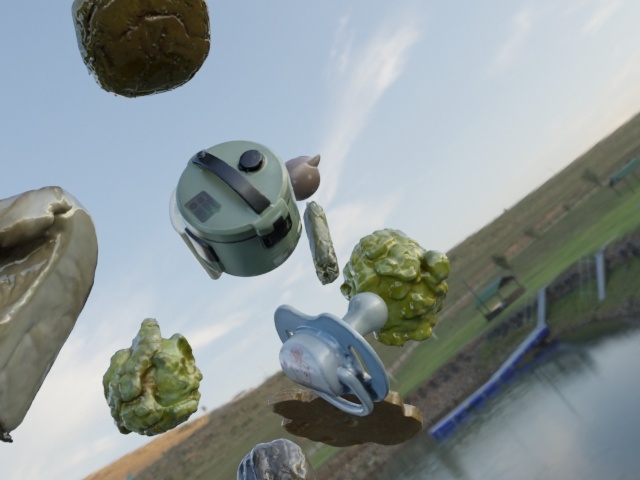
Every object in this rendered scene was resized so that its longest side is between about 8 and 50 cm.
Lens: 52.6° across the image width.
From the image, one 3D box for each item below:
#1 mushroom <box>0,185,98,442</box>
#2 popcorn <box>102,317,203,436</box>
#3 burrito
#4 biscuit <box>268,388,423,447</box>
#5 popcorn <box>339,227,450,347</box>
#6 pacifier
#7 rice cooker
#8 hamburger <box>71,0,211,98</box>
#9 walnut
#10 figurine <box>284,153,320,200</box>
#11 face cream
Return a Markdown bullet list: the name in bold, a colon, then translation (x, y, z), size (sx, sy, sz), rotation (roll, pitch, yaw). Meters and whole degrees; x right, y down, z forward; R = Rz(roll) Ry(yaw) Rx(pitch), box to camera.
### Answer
- **mushroom**: translation (-0.569, 0.078, 1.079), size (0.224, 0.313, 0.397), rotation (72, -140, -63)
- **popcorn**: translation (-0.469, 0.398, 1.843), size (0.274, 0.279, 0.335), rotation (-47, 9, 25)
- **burrito**: translation (-0.001, 0.000, 1.320), size (0.058, 0.188, 0.045), rotation (-28, -27, 28)
- **biscuit**: translation (0.057, 0.398, 1.484), size (0.375, 0.051, 0.269), rotation (18, -46, -21)
- **popcorn**: translation (0.158, 0.083, 1.390), size (0.235, 0.241, 0.250), rotation (-50, -22, -38)
- **pacifier**: translation (0.049, 0.191, 1.210), size (0.226, 0.238, 0.287), rotation (-42, 23, -27)
- **rice cooker**: translation (-0.150, -0.058, 1.224), size (0.226, 0.226, 0.244), rotation (-35, -29, -16)
- **hamburger**: translation (-0.334, -0.411, 1.257), size (0.284, 0.134, 0.266), rotation (-22, -59, -28)
- **walnut**: translation (-0.114, 0.639, 1.701), size (0.224, 0.224, 0.224), rotation (-37, -14, -10)
- **figurine**: translation (-0.058, -0.167, 1.723), size (0.138, 0.125, 0.125), rotation (-32, -15, -15)
- **face cream**: translation (-0.375, -0.019, 2.003), size (0.081, 0.174, 0.348), rotation (-10, -26, 3)
